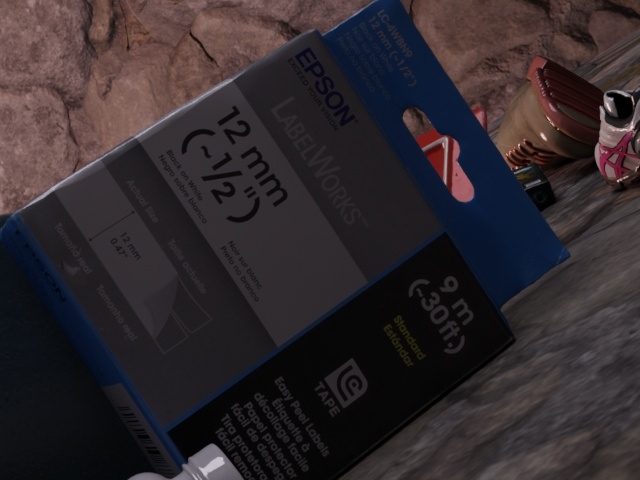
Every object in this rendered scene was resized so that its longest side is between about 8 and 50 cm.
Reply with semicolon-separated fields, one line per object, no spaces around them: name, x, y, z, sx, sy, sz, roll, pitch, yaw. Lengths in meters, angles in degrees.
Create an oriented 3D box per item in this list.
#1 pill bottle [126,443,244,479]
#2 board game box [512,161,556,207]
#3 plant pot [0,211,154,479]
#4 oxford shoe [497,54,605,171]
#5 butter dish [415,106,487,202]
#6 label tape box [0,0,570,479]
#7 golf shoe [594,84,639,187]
pill bottle;-0.105;0.181;0.694;0.160;0.087;0.087;-34;4;-14
board game box;0.151;-0.030;1.366;0.186;0.026;0.126;-21;10;9
plant pot;-0.243;0.138;0.946;0.248;0.252;0.247;-11;-13;-45
oxford shoe;0.268;-0.121;1.483;0.130;0.123;0.348;-59;-2;15
butter dish;0.115;-0.008;1.116;0.160;0.118;0.160;-27;47;45
label tape box;0.000;0.000;0.876;0.347;0.249;0.115;-35;4;-18
golf shoe;0.269;-0.094;1.094;0.067;0.086;0.186;-35;3;-5
